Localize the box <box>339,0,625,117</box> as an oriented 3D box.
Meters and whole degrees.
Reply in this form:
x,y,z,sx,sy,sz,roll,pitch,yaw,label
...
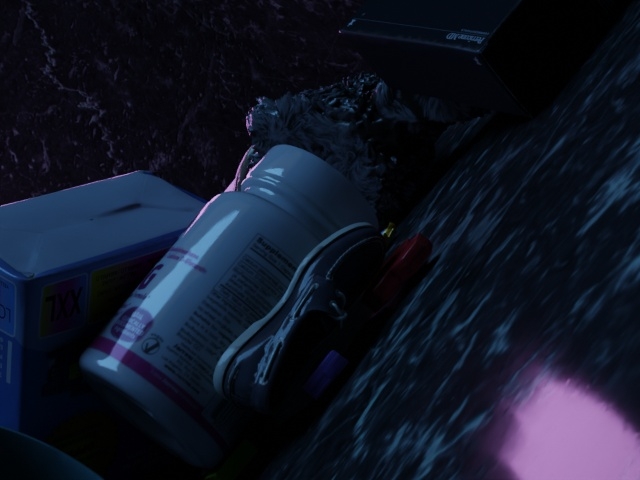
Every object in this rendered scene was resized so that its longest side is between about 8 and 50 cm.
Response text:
x,y,z,sx,sy,sz,roll,pitch,yaw,label
0.165,-0.239,1.326,0.184,0.103,0.261,-49,30,-10,box

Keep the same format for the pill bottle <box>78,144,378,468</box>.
x,y,z,sx,sy,sz,roll,pitch,yaw,label
-0.079,0.057,1.208,0.283,0.160,0.160,-51,4,-19,pill bottle

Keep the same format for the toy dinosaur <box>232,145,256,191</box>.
x,y,z,sx,sy,sz,roll,pitch,yaw,label
-0.109,-0.028,1.788,0.268,0.064,0.118,114,150,-41,toy dinosaur

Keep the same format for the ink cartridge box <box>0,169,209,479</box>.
x,y,z,sx,sy,sz,roll,pitch,yaw,label
-0.248,0.153,1.328,0.270,0.151,0.396,-19,-51,-45,ink cartridge box

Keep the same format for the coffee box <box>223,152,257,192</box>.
x,y,z,sx,sy,sz,roll,pitch,yaw,label
-0.076,-0.032,2.169,0.297,0.168,0.119,-48,44,40,coffee box

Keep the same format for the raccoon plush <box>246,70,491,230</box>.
x,y,z,sx,sy,sz,roll,pitch,yaw,label
0.118,-0.137,1.655,0.446,0.216,0.299,-10,13,35,raccoon plush

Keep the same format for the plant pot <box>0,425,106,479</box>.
x,y,z,sx,sy,sz,roll,pitch,yaw,label
-0.314,0.317,1.058,0.293,0.293,0.235,-65,1,-75,plant pot

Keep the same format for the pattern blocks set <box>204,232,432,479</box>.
x,y,z,sx,sy,sz,roll,pitch,yaw,label
-0.013,0.122,1.237,0.285,0.026,0.325,-51,4,-17,pattern blocks set

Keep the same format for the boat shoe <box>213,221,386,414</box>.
x,y,z,sx,sy,sz,roll,pitch,yaw,label
-0.002,0.070,1.117,0.065,0.075,0.206,26,64,41,boat shoe

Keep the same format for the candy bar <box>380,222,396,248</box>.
x,y,z,sx,sy,sz,roll,pitch,yaw,label
0.054,0.016,1.540,0.040,0.018,0.161,-52,4,-24,candy bar
